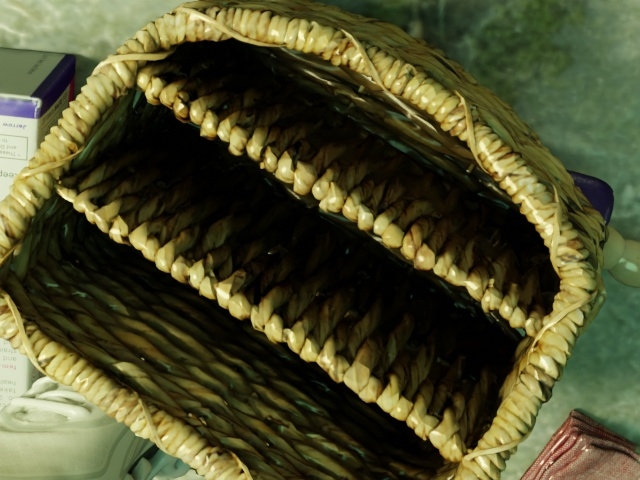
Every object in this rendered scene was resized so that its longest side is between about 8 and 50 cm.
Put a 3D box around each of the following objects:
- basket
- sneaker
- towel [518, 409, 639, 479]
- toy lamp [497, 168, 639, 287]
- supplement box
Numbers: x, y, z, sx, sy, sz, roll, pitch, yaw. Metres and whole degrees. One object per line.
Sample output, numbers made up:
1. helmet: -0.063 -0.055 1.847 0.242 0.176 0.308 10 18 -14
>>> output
1. basket: 0.000 0.000 0.748 0.299 0.223 0.213 34 113 6
2. sneaker: -0.132 0.101 0.816 0.110 0.292 0.118 11 103 26
3. towel: 0.255 0.291 0.996 0.329 0.037 0.237 28 110 -10
4. toy lamp: 0.227 0.031 0.874 0.275 0.080 0.080 28 109 -8
5. supplement box: -0.221 -0.003 0.850 0.114 0.111 0.220 5 111 -1
